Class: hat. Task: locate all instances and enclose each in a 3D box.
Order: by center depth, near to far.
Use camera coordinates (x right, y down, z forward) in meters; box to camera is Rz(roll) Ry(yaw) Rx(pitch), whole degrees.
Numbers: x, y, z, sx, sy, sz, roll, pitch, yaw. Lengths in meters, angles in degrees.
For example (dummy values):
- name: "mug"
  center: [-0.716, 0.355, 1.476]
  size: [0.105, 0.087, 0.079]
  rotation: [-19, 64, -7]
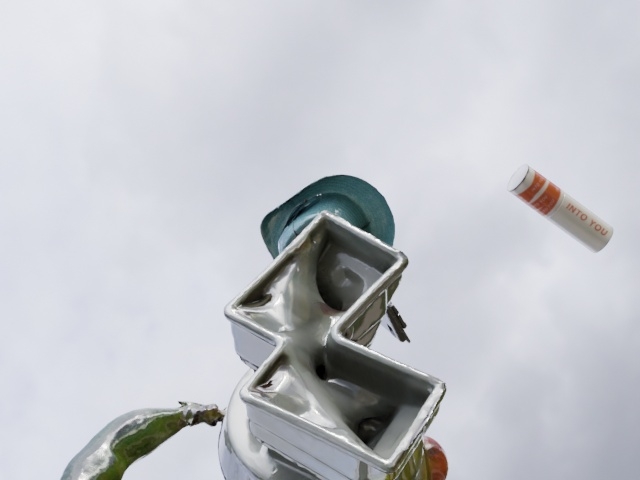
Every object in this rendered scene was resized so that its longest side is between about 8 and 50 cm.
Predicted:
- name: "hat"
  center: [0.000, 0.000, 1.925]
  size: [0.191, 0.138, 0.078]
  rotation: [-29, 12, 30]

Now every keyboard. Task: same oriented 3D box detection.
- name: "keyboard"
  center: [0.064, 0.079, 2.290]
  size: [0.025, 0.230, 0.094]
  rotation: [-37, -54, -9]

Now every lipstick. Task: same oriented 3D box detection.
- name: "lipstick"
  center: [0.277, -0.036, 1.752]
  size: [0.038, 0.130, 0.038]
  rotation: [-51, 15, 19]

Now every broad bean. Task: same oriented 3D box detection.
- name: "broad bean"
  center: [-0.190, 0.249, 1.461]
  size: [0.292, 0.144, 0.049]
  rotation: [-66, -24, -49]

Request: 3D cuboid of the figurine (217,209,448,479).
- name: "figurine"
  center: [0.011, 0.152, 1.108]
  size: [0.285, 0.167, 0.342]
  rotation: [89, -169, -46]
